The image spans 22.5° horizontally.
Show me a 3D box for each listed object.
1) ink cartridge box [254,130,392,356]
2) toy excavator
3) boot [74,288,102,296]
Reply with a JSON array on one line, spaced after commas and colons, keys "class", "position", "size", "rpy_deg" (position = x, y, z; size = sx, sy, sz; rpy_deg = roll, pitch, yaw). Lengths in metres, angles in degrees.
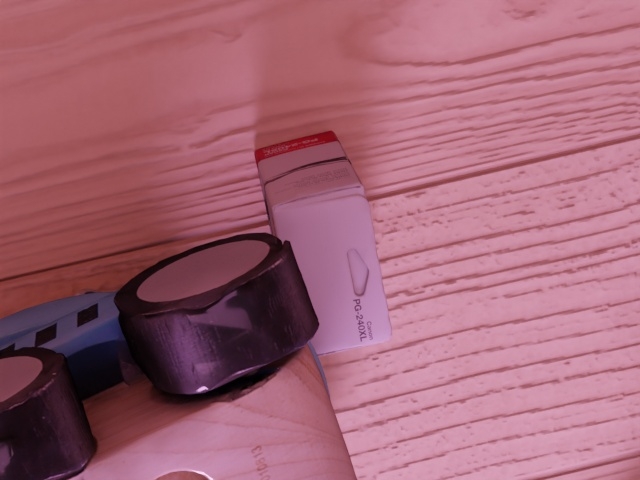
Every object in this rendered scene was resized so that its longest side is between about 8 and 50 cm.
[{"class": "ink cartridge box", "position": [0.000, 0.000, 1.082], "size": [0.063, 0.150, 0.109], "rpy_deg": [-12, 108, -2]}, {"class": "toy excavator", "position": [-0.227, 0.155, 1.022], "size": [0.433, 0.445, 0.222], "rpy_deg": [-26, 107, -20]}, {"class": "boot", "position": [-0.121, 0.171, 1.160], "size": [0.244, 0.088, 0.176], "rpy_deg": [34, 101, -6]}]
